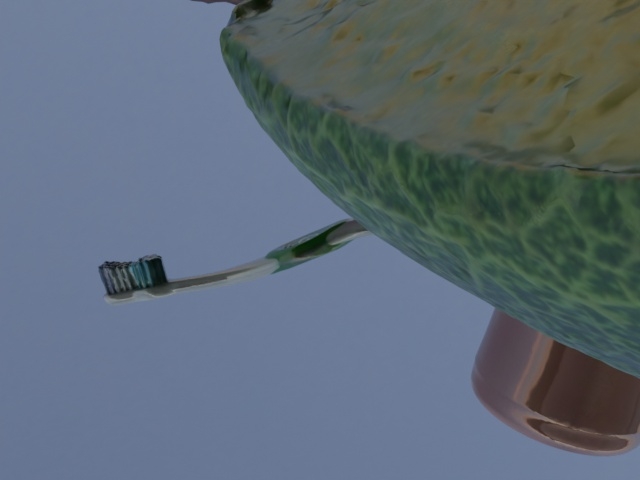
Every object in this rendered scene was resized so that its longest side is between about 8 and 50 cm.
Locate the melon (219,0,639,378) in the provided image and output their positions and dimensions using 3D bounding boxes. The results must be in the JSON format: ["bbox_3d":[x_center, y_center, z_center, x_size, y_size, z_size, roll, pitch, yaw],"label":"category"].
[{"bbox_3d":[0.168,-0.038,0.462,0.331,0.343,0.226,17,-76,-15],"label":"melon"}]

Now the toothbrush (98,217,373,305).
[{"bbox_3d":[0.001,0.005,1.554,0.042,0.418,0.040,-46,-56,-67],"label":"toothbrush"}]

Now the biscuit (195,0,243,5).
[{"bbox_3d":[-0.034,-0.395,1.576,0.342,0.395,0.166,-18,-127,-14],"label":"biscuit"}]

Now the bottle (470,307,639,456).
[{"bbox_3d":[0.270,0.030,1.652,0.206,0.173,0.297,3,-68,-35],"label":"bottle"}]
